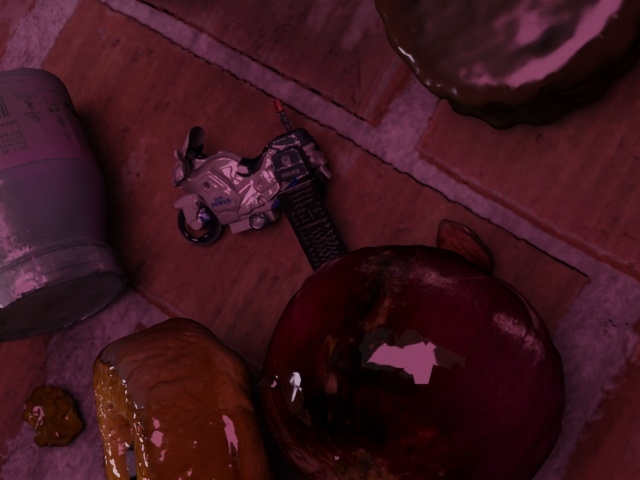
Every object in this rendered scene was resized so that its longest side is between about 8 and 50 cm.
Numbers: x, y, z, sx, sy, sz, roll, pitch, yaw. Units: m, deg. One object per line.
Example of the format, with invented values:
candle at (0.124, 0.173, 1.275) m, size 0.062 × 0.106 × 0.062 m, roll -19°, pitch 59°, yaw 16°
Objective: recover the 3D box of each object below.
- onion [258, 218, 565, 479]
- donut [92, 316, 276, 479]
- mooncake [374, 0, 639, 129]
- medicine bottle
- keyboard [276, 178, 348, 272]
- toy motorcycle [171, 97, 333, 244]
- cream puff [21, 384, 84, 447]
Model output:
onion at (0.116, 0.118, 1.371) m, size 0.348 × 0.348 × 0.385 m, roll 10°, pitch 51°, yaw 20°
donut at (-0.164, 0.231, 1.428) m, size 0.150 × 0.317 × 0.299 m, roll -10°, pitch 60°, yaw -20°
mooncake at (0.235, -0.294, 1.428) m, size 0.324 × 0.187 × 0.324 m, roll -3°, pitch 81°, yaw 21°
medicine bottle at (-0.391, -0.038, 1.578) m, size 0.245 × 0.245 × 0.290 m, roll -28°, pitch 76°, yaw 13°
keyboard at (0.000, 0.000, 1.519) m, size 0.053 × 0.010 × 0.155 m, roll -23°, pitch 104°, yaw 16°
toy motorcycle at (-0.099, -0.086, 1.564) m, size 0.221 × 0.102 × 0.150 m, roll -17°, pitch 97°, yaw 19°
cream puff at (-0.356, 0.231, 1.620) m, size 0.083 × 0.058 × 0.083 m, roll 7°, pitch 83°, yaw 18°
